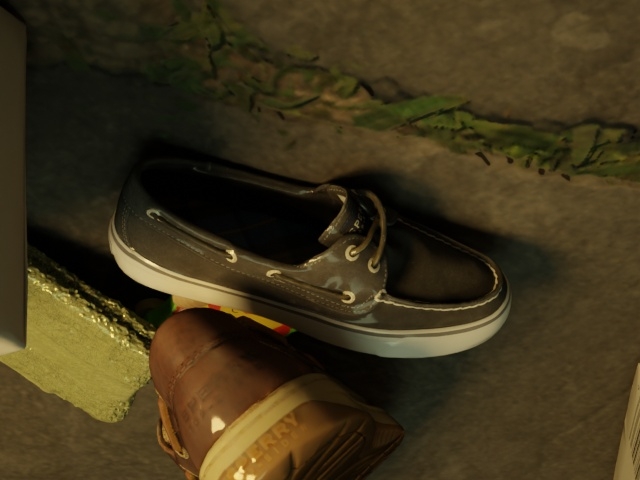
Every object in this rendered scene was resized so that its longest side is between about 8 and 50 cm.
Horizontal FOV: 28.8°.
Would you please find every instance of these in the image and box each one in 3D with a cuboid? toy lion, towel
[{"bbox_3d":[-0.055,0.042,0.766,0.096,0.034,0.100,14,140,-25],"label":"toy lion"},{"bbox_3d":[-0.166,0.049,0.755,0.148,0.027,0.110,34,139,-6],"label":"towel"}]

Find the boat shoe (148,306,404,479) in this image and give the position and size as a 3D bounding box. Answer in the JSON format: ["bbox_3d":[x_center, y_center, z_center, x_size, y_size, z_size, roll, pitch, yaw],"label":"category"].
[{"bbox_3d":[-0.035,0.112,0.764,0.123,0.123,0.342,-43,164,-4],"label":"boat shoe"}]

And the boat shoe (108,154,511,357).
[{"bbox_3d":[0.000,0.000,0.677,0.228,0.080,0.076,15,142,-3],"label":"boat shoe"}]

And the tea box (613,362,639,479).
[{"bbox_3d":[0.365,0.260,0.765,0.323,0.329,0.220,-2,140,4],"label":"tea box"}]

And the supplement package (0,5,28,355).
[{"bbox_3d":[-0.272,-0.053,0.485,0.177,0.175,0.293,-16,154,22],"label":"supplement package"}]
